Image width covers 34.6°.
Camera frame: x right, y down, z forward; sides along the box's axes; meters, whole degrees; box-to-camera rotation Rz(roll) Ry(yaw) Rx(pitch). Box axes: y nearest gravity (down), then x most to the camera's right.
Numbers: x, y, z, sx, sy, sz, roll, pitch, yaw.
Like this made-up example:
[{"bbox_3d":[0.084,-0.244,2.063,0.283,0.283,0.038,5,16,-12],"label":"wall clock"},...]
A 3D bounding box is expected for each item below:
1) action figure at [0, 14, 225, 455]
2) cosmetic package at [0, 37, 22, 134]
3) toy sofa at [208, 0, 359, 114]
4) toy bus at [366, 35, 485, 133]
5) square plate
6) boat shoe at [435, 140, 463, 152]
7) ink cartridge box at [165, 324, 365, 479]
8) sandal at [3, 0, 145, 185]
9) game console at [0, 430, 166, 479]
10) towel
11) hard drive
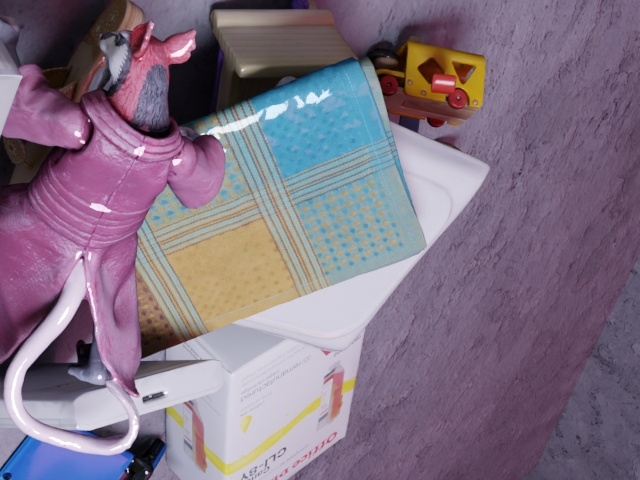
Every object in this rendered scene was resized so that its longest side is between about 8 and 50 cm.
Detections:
[{"bbox_3d":[-0.214,-0.036,0.895,0.248,0.276,0.370,16,130,-23],"label":"action figure"},{"bbox_3d":[-0.346,-0.092,0.858,0.107,0.127,0.238,-9,148,-45],"label":"cosmetic package"},{"bbox_3d":[-0.080,-0.115,1.270,0.150,0.177,0.363,-6,133,-22],"label":"toy sofa"},{"bbox_3d":[0.129,-0.228,1.429,0.202,0.191,0.104,26,67,-55],"label":"toy bus"},{"bbox_3d":[0.000,0.000,1.255,0.344,0.049,0.347,18,120,-39],"label":"square plate"},{"bbox_3d":[0.131,-0.054,1.653,0.277,0.098,0.096,-34,146,-29],"label":"boat shoe"},{"bbox_3d":[-0.086,0.218,1.597,0.279,0.160,0.385,-30,145,-33],"label":"ink cartridge box"},{"bbox_3d":[-0.274,-0.150,1.015,0.079,0.088,0.240,30,99,-38],"label":"sandal"},{"bbox_3d":[-0.391,0.387,1.504,0.293,0.173,0.250,-51,-178,1],"label":"game console"},{"bbox_3d":[-0.084,-0.027,1.125,0.370,0.040,0.271,-21,128,-2],"label":"towel"},{"bbox_3d":[-0.288,0.171,1.155,0.203,0.307,0.040,-9,91,-51],"label":"hard drive"}]
